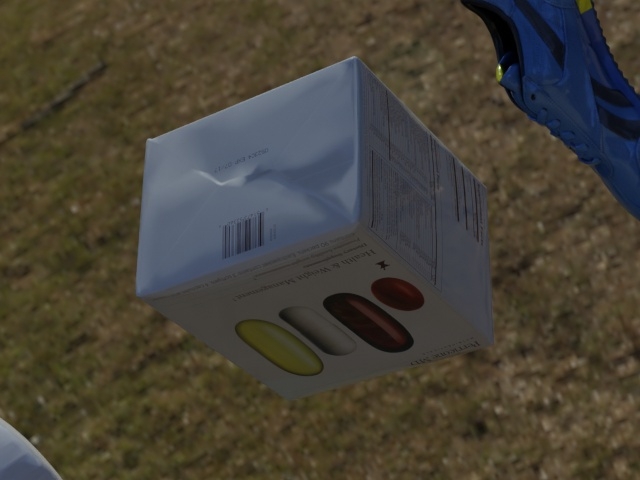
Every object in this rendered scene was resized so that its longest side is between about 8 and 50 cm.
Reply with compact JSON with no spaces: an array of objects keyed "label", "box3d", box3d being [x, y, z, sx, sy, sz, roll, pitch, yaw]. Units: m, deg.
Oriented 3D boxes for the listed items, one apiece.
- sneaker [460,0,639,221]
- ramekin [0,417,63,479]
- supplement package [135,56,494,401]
[{"label":"sneaker","box3d":[0.161,-0.090,1.030,0.082,0.209,0.069,-33,10,-16]},{"label":"ramekin","box3d":[-0.315,0.274,1.396,0.277,0.277,0.135,15,42,42]},{"label":"supplement package","box3d":[0.000,0.000,1.195,0.194,0.203,0.149,-19,53,28]}]
